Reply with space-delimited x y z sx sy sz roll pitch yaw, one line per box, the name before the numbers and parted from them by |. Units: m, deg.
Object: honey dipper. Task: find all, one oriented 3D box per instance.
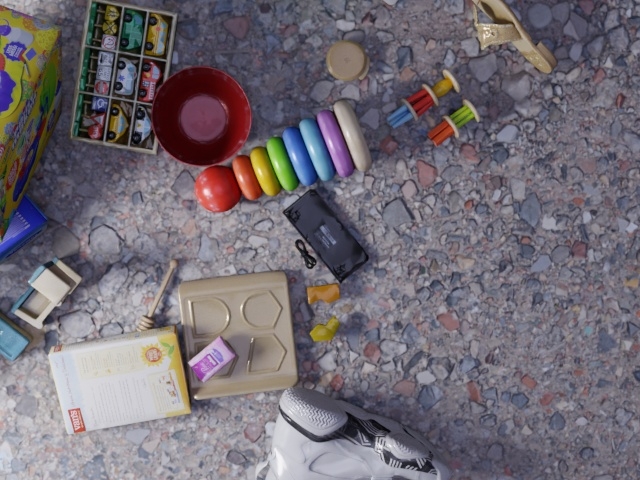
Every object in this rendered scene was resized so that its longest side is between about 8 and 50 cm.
honey dipper | -0.311 0.109 1.830 0.030 0.030 0.160 23 89 -7

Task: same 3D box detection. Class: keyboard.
keyboard | 0.000 0.000 1.849 0.108 0.023 0.180 -40 96 -7

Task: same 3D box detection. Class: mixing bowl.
mixing bowl | -0.219 -0.227 1.770 0.182 0.098 0.181 0 95 -6

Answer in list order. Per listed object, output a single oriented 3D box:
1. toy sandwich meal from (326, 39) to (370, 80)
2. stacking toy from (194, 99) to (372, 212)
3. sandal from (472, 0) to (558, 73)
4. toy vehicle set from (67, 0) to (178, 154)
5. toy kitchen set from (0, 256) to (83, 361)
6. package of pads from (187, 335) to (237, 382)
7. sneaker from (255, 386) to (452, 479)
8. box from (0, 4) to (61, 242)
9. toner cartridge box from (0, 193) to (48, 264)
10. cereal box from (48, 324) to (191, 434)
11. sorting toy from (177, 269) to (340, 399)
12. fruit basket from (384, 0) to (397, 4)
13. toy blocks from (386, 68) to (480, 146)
toy sandwich meal | 0.053 -0.342 1.820 0.086 0.029 0.085 0 95 0
stacking toy | -0.078 -0.141 1.778 0.330 0.141 0.141 -21 97 1
sandal | 0.341 -0.384 1.810 0.240 0.088 0.079 40 85 -12
toy vehicle set | -0.367 -0.305 1.782 0.166 0.035 0.266 9 94 -5
toy kitchen set | -0.552 0.115 1.738 0.122 0.166 0.207 40 91 -7
package of pads | -0.204 0.224 1.805 0.083 0.032 0.050 -40 91 -3
sneaker | 0.058 0.438 1.841 0.366 0.137 0.210 24 100 -10
box | -0.568 -0.199 1.600 0.177 0.279 0.290 19 64 -6
toner cartridge box | -0.672 0.015 1.685 0.348 0.075 0.165 -41 89 -26
cereal box | -0.377 0.264 1.812 0.240 0.047 0.173 -8 109 -4
sorting toy | -0.110 0.175 1.849 0.307 0.041 0.229 -7 91 -4
fruit basket | 0.123 -0.648 1.684 0.327 0.165 0.353 36 109 -23
toy blocks | 0.213 -0.236 1.828 0.148 0.054 0.123 -35 97 -1
